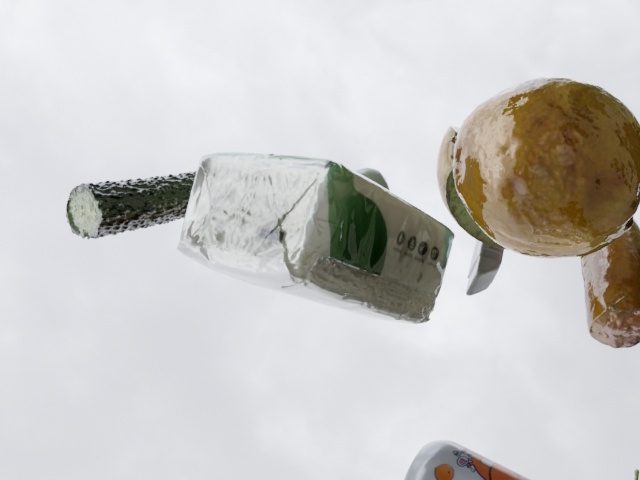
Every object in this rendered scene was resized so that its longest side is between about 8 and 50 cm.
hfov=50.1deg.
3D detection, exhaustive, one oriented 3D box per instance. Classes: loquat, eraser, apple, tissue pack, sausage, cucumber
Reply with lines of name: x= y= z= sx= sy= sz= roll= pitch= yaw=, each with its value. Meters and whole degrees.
loquat: x=0.282 y=-0.091 z=0.850 sx=0.193 sy=0.238 sz=0.238 roll=-17 pitch=-87 yaw=-46
eraser: x=0.409 y=-0.008 z=1.639 sx=0.061 sy=0.089 sz=0.351 roll=18 pitch=-134 yaw=7
apple: x=0.385 y=-0.108 z=1.439 sx=0.346 sy=0.179 sz=0.253 roll=25 pitch=-110 yaw=-18
tissue pack: x=0.001 y=-0.001 z=1.057 sx=0.357 sy=0.266 sz=0.193 roll=23 pitch=-100 yaw=-49
sausage: x=0.439 y=0.034 z=1.034 sx=0.109 sy=0.109 sz=0.270 roll=39 pitch=-142 yaw=-18
cucumber: x=-0.287 y=-0.076 z=1.247 sx=0.359 sy=0.096 sz=0.096 roll=-18 pitch=-86 yaw=-55

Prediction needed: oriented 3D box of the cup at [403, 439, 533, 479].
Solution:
cup: x=0.351 y=0.592 z=1.525 sx=0.212 sy=0.318 sz=0.212 roll=-36 pitch=-43 yaw=-43

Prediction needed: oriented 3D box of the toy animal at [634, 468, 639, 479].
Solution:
toy animal: x=0.726 y=0.645 z=1.614 sx=0.073 sy=0.136 sz=0.181 roll=26 pitch=-143 yaw=-3

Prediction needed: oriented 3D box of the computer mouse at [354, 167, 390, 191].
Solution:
computer mouse: x=0.099 y=-0.051 z=1.288 sx=0.089 sy=0.056 sz=0.181 roll=-21 pitch=-95 yaw=10
